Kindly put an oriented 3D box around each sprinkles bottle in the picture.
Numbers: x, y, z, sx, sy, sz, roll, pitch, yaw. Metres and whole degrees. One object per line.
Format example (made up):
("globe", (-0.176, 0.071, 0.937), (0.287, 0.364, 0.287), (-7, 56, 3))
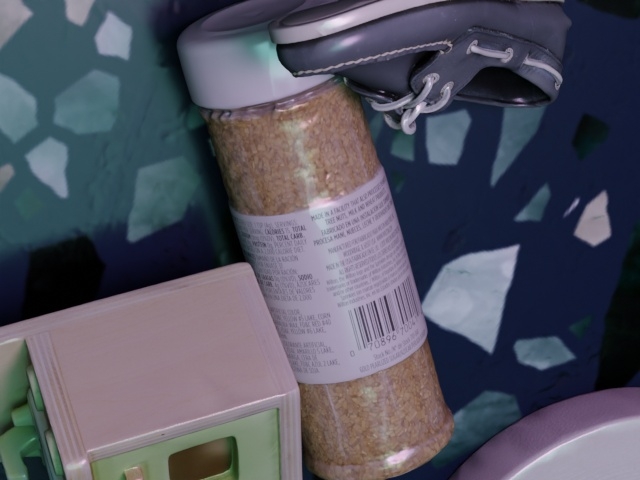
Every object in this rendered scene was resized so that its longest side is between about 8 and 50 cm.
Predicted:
("sprinkles bottle", (0.000, 0.000, 1.450), (0.121, 0.121, 0.355), (-19, 110, -9))

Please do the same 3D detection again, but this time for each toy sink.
("toy sink", (-0.140, 0.135, 1.413), (0.234, 0.131, 0.152), (-14, 143, -11))

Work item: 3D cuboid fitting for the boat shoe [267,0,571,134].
("boat shoe", (0.080, -0.125, 1.361), (0.319, 0.116, 0.099), (-15, 99, -56))

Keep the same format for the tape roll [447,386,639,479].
("tape roll", (0.248, 0.314, 1.639), (0.392, 0.072, 0.392), (-4, 107, -15))
